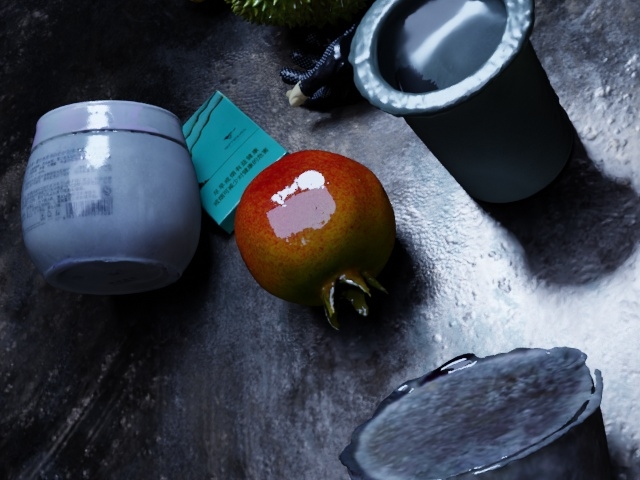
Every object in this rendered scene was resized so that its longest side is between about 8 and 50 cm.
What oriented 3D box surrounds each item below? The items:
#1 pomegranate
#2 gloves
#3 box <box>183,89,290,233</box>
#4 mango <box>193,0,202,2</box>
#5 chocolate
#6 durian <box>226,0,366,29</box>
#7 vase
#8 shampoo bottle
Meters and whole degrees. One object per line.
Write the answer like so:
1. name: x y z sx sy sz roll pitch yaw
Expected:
1. pomegranate: 0.000 0.000 1.488 0.221 0.221 0.257 -29 62 14
2. gloves: 0.013 -0.264 1.718 0.180 0.106 0.129 -32 43 49
3. box: -0.159 -0.133 1.768 0.161 0.042 0.226 -47 50 -1
4. mango: -0.124 -0.546 1.922 0.359 0.144 0.187 -22 39 21
5. chocolate: 0.197 0.273 1.196 0.303 0.213 0.303 -19 13 5
6. durian: -0.038 -0.442 1.731 0.291 0.225 0.291 -5 47 6
7. vase: 0.211 -0.195 1.412 0.245 0.291 0.245 -16 57 25
8. shampoo bottle: -0.321 -0.065 1.665 0.273 0.273 0.266 -10 73 27
